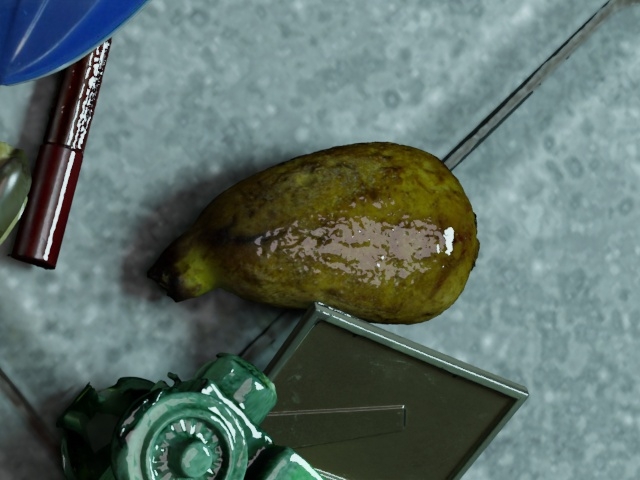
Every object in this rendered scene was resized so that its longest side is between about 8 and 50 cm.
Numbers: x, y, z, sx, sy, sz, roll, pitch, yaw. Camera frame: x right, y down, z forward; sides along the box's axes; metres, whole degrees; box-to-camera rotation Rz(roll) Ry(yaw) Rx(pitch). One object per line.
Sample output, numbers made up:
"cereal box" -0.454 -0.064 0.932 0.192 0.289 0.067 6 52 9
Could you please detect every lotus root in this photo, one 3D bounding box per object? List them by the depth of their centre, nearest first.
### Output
"lotus root" 0.000 0.000 1.122 0.191 0.094 0.108 -4 55 -23

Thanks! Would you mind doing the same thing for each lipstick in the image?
"lipstick" -0.135 -0.072 1.090 0.027 0.027 0.176 19 78 -26

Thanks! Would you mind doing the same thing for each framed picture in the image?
"framed picture" 0.030 0.100 1.139 0.149 0.011 0.109 24 117 -25

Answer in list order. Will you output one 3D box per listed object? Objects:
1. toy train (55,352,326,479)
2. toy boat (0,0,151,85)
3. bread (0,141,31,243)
"toy train" -0.098 0.211 1.044 0.202 0.120 0.301 46 69 -21
"toy boat" -0.108 -0.215 1.075 0.129 0.088 0.295 25 85 4
"bread" -0.273 0.023 0.923 0.162 0.204 0.262 46 72 -6
